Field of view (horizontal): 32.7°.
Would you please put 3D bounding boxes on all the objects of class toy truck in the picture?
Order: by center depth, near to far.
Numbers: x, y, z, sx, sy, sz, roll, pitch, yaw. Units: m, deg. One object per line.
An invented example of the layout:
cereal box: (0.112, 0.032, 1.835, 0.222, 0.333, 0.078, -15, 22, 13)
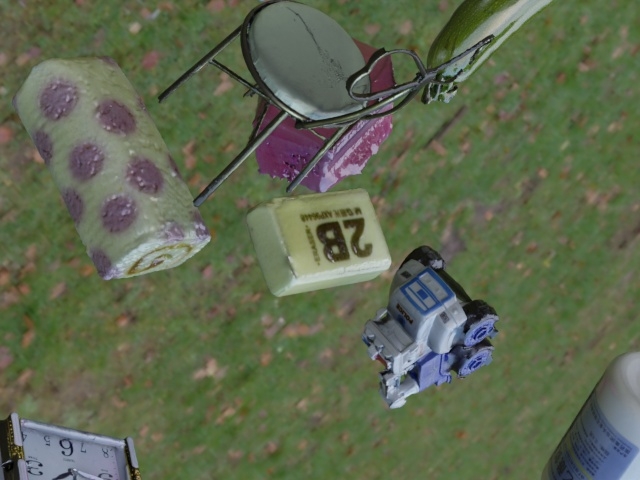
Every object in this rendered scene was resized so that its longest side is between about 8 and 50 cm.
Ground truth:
toy truck: (0.141, 0.133, 1.573, 0.177, 0.161, 0.213, -32, 150, -17)

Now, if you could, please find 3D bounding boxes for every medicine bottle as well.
medicine bottle: (0.250, 0.191, 0.916, 0.102, 0.103, 0.187, -20, 142, -44)

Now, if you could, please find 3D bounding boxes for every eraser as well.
eraser: (0.000, 0.000, 1.376, 0.172, 0.117, 0.058, -8, 165, -40)

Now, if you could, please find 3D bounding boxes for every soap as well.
soap: (0.014, -0.225, 1.833, 0.325, 0.220, 0.127, -45, 153, -41)

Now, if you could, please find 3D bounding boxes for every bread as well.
bread: (-0.318, -0.116, 1.675, 0.155, 0.338, 0.187, -37, 168, 35)

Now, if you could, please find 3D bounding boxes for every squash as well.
squash: (0.215, -0.271, 1.257, 0.318, 0.071, 0.080, -43, 178, -25)

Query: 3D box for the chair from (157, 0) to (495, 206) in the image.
chair: (-0.007, -0.160, 1.046, 0.159, 0.170, 0.325, -10, 161, -41)

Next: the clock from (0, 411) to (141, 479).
clock: (-0.352, 0.344, 1.517, 0.083, 0.186, 0.253, -38, 141, 24)
